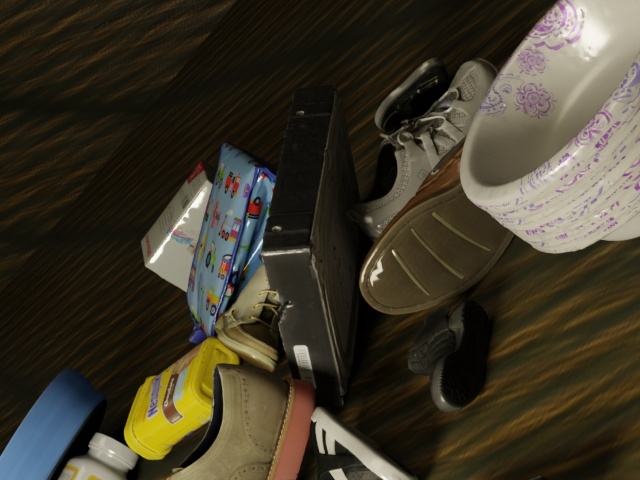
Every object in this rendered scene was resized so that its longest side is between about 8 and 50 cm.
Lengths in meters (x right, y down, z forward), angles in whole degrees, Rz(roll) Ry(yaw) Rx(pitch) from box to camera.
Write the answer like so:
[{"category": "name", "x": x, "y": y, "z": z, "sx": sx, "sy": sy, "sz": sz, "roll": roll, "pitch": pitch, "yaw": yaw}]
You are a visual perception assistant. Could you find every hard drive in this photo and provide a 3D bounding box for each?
[{"category": "hard drive", "x": 0.000, "y": 0.000, "z": 1.686, "sx": 0.064, "sy": 0.237, "sz": 0.339, "roll": -5, "pitch": 36, "yaw": 10}]

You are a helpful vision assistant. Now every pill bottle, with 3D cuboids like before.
[{"category": "pill bottle", "x": -0.337, "y": 0.375, "z": 2.043, "sx": 0.184, "sy": 0.103, "sz": 0.103, "roll": -62, "pitch": 19, "yaw": -18}]

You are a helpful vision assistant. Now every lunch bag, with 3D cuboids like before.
[{"category": "lunch bag", "x": -0.126, "y": 0.024, "z": 2.113, "sx": 0.293, "sy": 0.138, "sz": 0.221, "roll": -64, "pitch": 21, "yaw": 5}]

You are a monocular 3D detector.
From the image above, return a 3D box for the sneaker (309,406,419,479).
[{"category": "sneaker", "x": 0.011, "y": 0.249, "z": 1.434, "sx": 0.121, "sy": 0.079, "sz": 0.217, "roll": -56, "pitch": 19, "yaw": -3}]

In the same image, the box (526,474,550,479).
[{"category": "box", "x": 0.111, "y": 0.315, "z": 1.107, "sx": 0.183, "sy": 0.059, "sz": 0.232, "roll": -35, "pitch": 28, "yaw": 49}]

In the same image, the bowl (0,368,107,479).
[{"category": "bowl", "x": -0.440, "y": 0.382, "z": 2.142, "sx": 0.391, "sy": 0.077, "sz": 0.391, "roll": -62, "pitch": -2, "yaw": -4}]

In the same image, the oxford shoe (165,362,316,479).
[{"category": "oxford shoe", "x": -0.118, "y": 0.301, "z": 1.537, "sx": 0.123, "sy": 0.130, "sz": 0.348, "roll": -25, "pitch": 45, "yaw": 69}]

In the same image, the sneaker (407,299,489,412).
[{"category": "sneaker", "x": 0.123, "y": 0.121, "z": 1.428, "sx": 0.089, "sy": 0.051, "sz": 0.170, "roll": -39, "pitch": 20, "yaw": 41}]

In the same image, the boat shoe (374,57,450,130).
[{"category": "boat shoe", "x": 0.126, "y": -0.193, "z": 1.959, "sx": 0.142, "sy": 0.049, "sz": 0.040, "roll": -47, "pitch": 58, "yaw": 38}]

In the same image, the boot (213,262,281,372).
[{"category": "boot", "x": -0.064, "y": 0.084, "z": 1.912, "sx": 0.165, "sy": 0.077, "sz": 0.213, "roll": -54, "pitch": 16, "yaw": 0}]

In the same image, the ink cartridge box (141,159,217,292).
[{"category": "ink cartridge box", "x": -0.189, "y": -0.013, "z": 2.298, "sx": 0.176, "sy": 0.127, "sz": 0.128, "roll": -52, "pitch": 19, "yaw": 10}]

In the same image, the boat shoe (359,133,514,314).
[{"category": "boat shoe", "x": 0.164, "y": -0.043, "z": 1.536, "sx": 0.307, "sy": 0.111, "sz": 0.104, "roll": -42, "pitch": 17, "yaw": 9}]

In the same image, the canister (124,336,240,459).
[{"category": "canister", "x": -0.193, "y": 0.221, "z": 2.000, "sx": 0.170, "sy": 0.073, "sz": 0.126, "roll": -37, "pitch": 26, "yaw": 40}]

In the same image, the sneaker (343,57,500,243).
[{"category": "sneaker", "x": 0.129, "y": -0.111, "z": 1.697, "sx": 0.105, "sy": 0.115, "sz": 0.281, "roll": -16, "pitch": 43, "yaw": 63}]

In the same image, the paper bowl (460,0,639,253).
[{"category": "paper bowl", "x": 0.271, "y": -0.114, "z": 1.303, "sx": 0.284, "sy": 0.148, "sz": 0.284, "roll": -47, "pitch": 21, "yaw": 24}]
